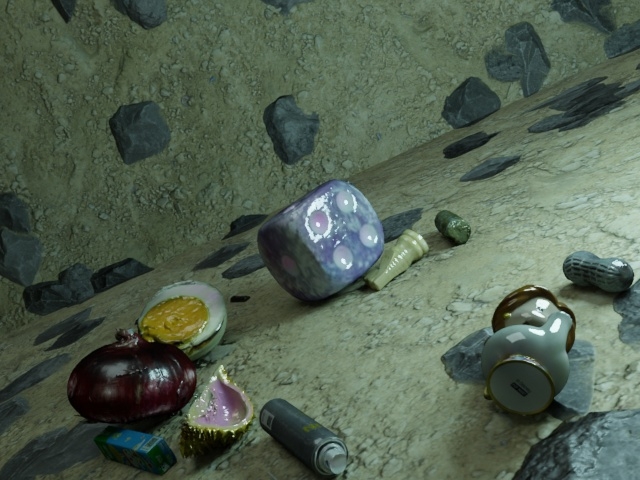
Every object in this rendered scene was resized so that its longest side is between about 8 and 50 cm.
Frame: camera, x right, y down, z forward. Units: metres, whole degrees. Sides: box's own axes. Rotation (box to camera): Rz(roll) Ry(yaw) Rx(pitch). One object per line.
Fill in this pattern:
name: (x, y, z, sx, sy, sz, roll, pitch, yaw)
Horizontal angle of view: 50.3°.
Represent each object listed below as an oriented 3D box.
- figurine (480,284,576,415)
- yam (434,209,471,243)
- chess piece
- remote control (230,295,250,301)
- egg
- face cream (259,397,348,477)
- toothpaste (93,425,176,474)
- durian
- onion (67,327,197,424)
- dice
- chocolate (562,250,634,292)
figurine: (0.344, 0.173, 1.136, 0.189, 0.142, 0.263, -44, 3, 31)
yam: (0.379, -0.042, 1.971, 0.078, 0.078, 0.179, -25, 15, 1)
chess piece: (0.206, 0.062, 1.906, 0.200, 0.090, 0.090, -42, 19, -18)
remote control: (-0.277, 0.198, 2.333, 0.034, 0.016, 0.091, -31, 15, -39)
egg: (-0.383, 0.266, 1.988, 0.264, 0.174, 0.286, -30, 39, -17)
face cream: (-0.030, 0.356, 1.231, 0.073, 0.073, 0.283, -30, 15, -21)
toothpaste: (-0.416, 0.464, 1.514, 0.267, 0.065, 0.050, -9, 26, 48)
durian: (-0.225, 0.366, 1.414, 0.165, 0.132, 0.182, -35, 19, -6)
onion: (-0.452, 0.328, 1.659, 0.314, 0.232, 0.314, 2, 4, 0)
dice: (0.000, 0.000, 1.983, 0.271, 0.270, 0.270, -39, 8, -34)
chocolate: (0.541, 0.061, 1.338, 0.072, 0.072, 0.167, -29, 15, -14)
